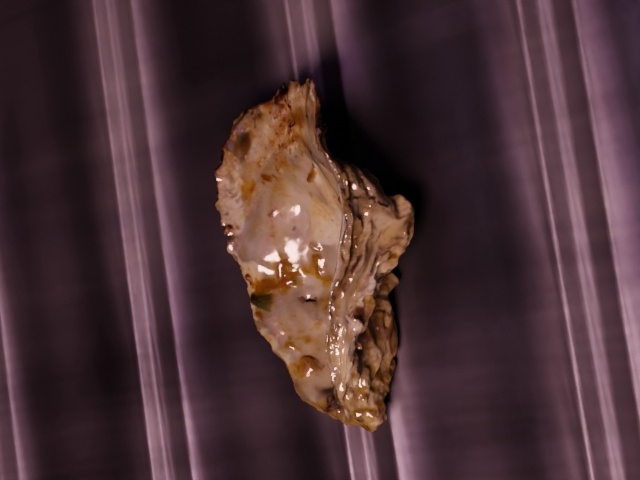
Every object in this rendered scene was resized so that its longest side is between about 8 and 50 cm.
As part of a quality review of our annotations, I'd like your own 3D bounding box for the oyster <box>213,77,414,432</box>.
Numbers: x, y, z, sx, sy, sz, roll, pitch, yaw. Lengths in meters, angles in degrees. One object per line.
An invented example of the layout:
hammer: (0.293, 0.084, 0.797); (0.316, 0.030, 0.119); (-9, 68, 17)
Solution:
oyster: (0.001, 0.008, 0.800); (0.105, 0.056, 0.177); (-35, 69, 42)
